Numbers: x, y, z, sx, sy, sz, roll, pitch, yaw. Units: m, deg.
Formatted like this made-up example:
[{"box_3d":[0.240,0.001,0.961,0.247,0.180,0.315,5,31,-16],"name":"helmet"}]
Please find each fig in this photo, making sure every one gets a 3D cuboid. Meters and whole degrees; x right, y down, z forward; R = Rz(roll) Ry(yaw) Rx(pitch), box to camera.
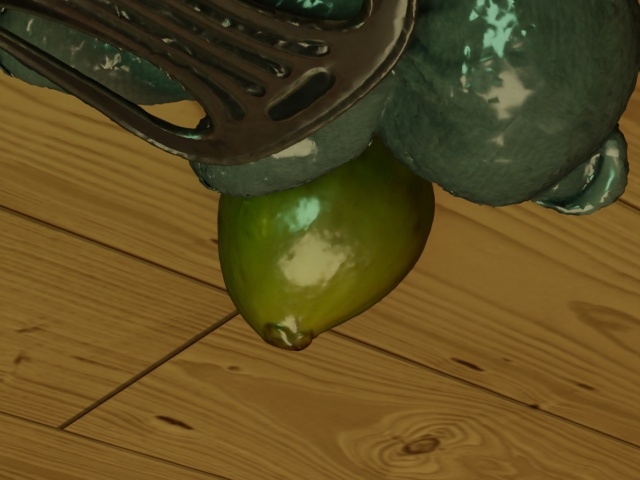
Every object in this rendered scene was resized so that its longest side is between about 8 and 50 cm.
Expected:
[{"box_3d":[0.000,-0.010,1.104,0.136,0.120,0.153,13,120,-17],"name":"fig"}]

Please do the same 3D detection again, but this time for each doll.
[{"box_3d":[0.005,-0.135,0.912,0.341,0.158,0.245,9,116,5],"name":"doll"}]

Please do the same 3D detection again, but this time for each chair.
[{"box_3d":[-0.120,-0.171,0.771,0.176,0.183,0.326,-33,147,28],"name":"chair"}]
